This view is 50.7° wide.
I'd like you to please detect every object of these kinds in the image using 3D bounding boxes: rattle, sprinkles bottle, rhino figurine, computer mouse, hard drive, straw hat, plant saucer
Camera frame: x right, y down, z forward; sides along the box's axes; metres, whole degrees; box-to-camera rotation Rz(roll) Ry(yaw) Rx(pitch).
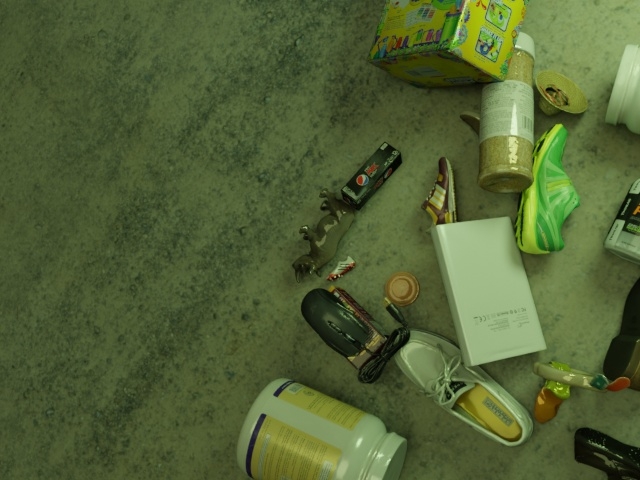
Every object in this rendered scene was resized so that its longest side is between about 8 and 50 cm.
[{"bbox_3d":[0.524,0.325,1.382,0.200,0.130,0.142,13,75,57],"label":"rattle"},{"bbox_3d":[0.414,-0.286,1.501,0.121,0.121,0.355,-1,70,20],"label":"sprinkles bottle"},{"bbox_3d":[0.000,0.000,1.683,0.106,0.073,0.243,31,95,24],"label":"rhino figurine"},{"bbox_3d":[0.076,0.183,1.548,0.184,0.060,0.262,-47,70,9],"label":"computer mouse"},{"bbox_3d":[0.369,0.107,1.484,0.203,0.040,0.307,-7,77,-24],"label":"hard drive"},{"bbox_3d":[0.526,-0.316,1.525,0.144,0.145,0.061,52,140,19],"label":"straw hat"},{"bbox_3d":[0.196,0.116,1.625,0.084,0.013,0.083,-3,82,21],"label":"plant saucer"}]

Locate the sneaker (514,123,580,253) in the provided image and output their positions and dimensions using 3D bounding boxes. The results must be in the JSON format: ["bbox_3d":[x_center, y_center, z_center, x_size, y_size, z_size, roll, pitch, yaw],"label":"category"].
[{"bbox_3d":[0.512,-0.111,1.503,0.124,0.109,0.295,11,85,-1],"label":"sneaker"}]

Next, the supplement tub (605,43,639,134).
[{"bbox_3d":[0.746,-0.297,1.379,0.272,0.191,0.191,16,89,21],"label":"supplement tub"}]

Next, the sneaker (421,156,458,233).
[{"bbox_3d":[0.277,-0.106,1.595,0.084,0.069,0.185,-6,80,15],"label":"sneaker"}]

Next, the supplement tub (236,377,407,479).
[{"bbox_3d":[0.005,0.477,1.527,0.332,0.241,0.240,19,90,22],"label":"supplement tub"}]

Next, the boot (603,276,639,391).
[{"bbox_3d":[0.702,0.170,1.401,0.115,0.112,0.305,26,88,-8],"label":"boot"}]

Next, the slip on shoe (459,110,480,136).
[{"bbox_3d":[0.383,-0.260,1.587,0.135,0.051,0.041,32,88,14],"label":"slip on shoe"}]

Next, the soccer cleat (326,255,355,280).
[{"bbox_3d":[0.048,0.071,1.680,0.083,0.029,0.035,-34,64,10],"label":"soccer cleat"}]

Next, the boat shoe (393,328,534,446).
[{"bbox_3d":[0.296,0.324,1.482,0.367,0.156,0.135,40,97,20],"label":"boat shoe"}]

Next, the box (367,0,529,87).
[{"bbox_3d":[0.290,-0.510,1.516,0.290,0.177,0.279,17,89,57],"label":"box"}]

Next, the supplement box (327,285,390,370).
[{"bbox_3d":[0.070,0.209,1.623,0.188,0.081,0.104,44,98,20],"label":"supplement box"}]

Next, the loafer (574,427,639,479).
[{"bbox_3d":[0.628,0.466,1.391,0.220,0.080,0.078,24,115,31],"label":"loafer"}]

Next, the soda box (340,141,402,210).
[{"bbox_3d":[0.125,-0.156,1.642,0.053,0.060,0.169,39,80,21],"label":"soda box"}]

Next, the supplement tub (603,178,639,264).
[{"bbox_3d":[0.684,-0.049,1.409,0.117,0.117,0.190,25,92,22],"label":"supplement tub"}]
